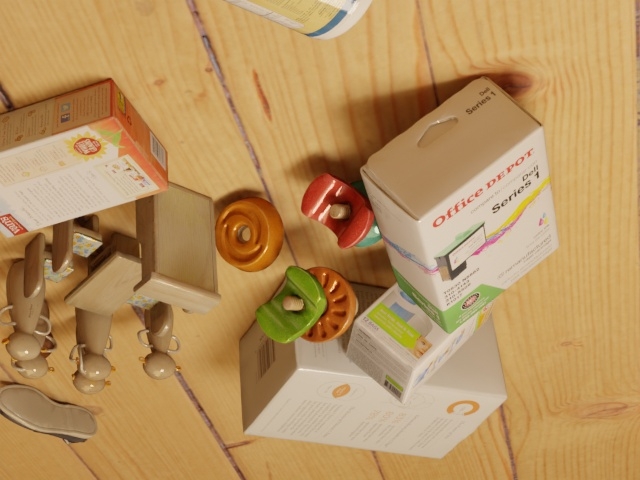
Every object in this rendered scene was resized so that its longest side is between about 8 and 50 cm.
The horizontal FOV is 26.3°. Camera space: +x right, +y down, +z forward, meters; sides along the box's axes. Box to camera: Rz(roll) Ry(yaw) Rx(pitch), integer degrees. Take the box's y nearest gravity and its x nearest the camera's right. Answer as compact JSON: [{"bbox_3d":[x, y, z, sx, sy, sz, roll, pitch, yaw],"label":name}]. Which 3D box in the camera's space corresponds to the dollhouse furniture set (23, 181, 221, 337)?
[{"bbox_3d":[-0.249,0.053,1.833,0.212,0.161,0.242,21,138,-34],"label":"dollhouse furniture set"}]

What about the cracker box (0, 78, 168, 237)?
[{"bbox_3d":[-0.323,-0.097,1.684,0.232,0.067,0.156,-16,144,13],"label":"cracker box"}]

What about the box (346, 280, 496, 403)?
[{"bbox_3d":[0.146,0.111,1.932,0.203,0.114,0.103,-40,160,-28],"label":"box"}]

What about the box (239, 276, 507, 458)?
[{"bbox_3d":[0.074,0.197,2.088,0.345,0.168,0.215,11,142,-22],"label":"box"}]

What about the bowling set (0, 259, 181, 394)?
[{"bbox_3d":[-0.360,0.163,1.983,0.287,0.154,0.200,17,139,-30],"label":"bowling set"}]

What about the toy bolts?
[{"bbox_3d":[0.000,0.000,1.835,0.228,0.218,0.158,-50,156,19],"label":"toy bolts"}]

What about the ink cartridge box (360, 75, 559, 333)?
[{"bbox_3d":[0.183,-0.040,1.733,0.201,0.117,0.278,-37,146,-11],"label":"ink cartridge box"}]

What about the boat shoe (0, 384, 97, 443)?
[{"bbox_3d":[-0.458,0.292,2.231,0.065,0.075,0.206,-31,143,27],"label":"boat shoe"}]

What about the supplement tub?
[{"bbox_3d":[-0.049,-0.297,1.364,0.199,0.144,0.144,19,139,-31],"label":"supplement tub"}]
